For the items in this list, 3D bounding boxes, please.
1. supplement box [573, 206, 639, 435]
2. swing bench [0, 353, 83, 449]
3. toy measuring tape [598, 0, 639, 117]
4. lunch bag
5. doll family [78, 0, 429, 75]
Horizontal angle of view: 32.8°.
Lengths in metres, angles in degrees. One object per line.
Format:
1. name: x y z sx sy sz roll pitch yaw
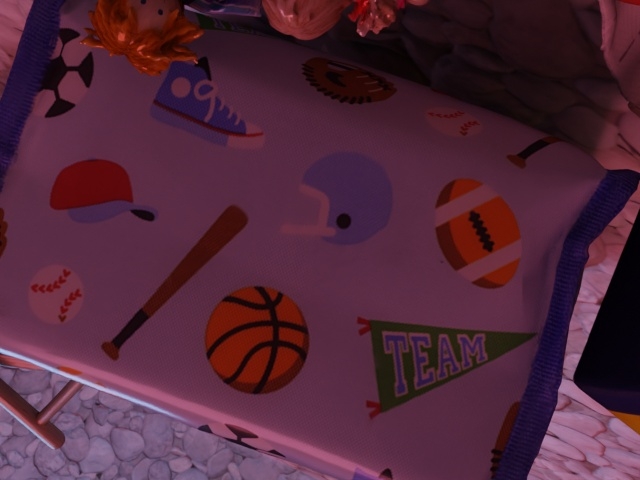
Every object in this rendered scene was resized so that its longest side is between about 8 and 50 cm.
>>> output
1. supplement box: 0.338 0.080 0.559 0.356 0.195 0.194 37 158 -26
2. swing bench: -0.298 0.022 1.077 0.255 0.253 0.165 34 124 -18
3. toy measuring tape: 0.152 -0.119 0.426 0.121 0.121 0.330 15 166 30
4. lunch bag: 0.000 0.000 0.708 0.328 0.239 0.385 22 180 8
5. doll family: -0.076 -0.167 0.491 0.263 0.163 0.118 31 160 -13
